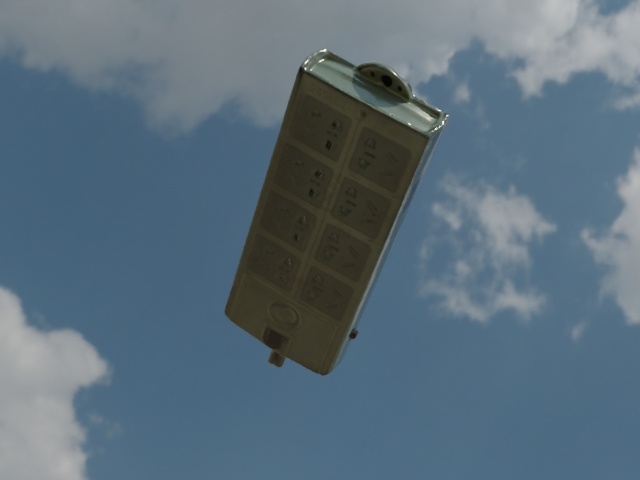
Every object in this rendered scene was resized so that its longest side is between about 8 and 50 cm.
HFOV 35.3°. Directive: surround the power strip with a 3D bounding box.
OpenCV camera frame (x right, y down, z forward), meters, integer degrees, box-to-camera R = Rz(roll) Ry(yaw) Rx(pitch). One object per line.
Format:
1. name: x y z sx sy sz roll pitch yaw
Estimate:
1. power strip: 0.000 0.000 0.345 0.050 0.019 0.136 29 -50 9
